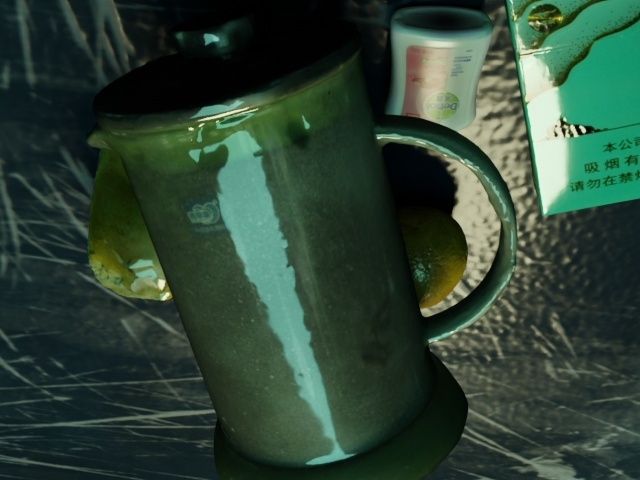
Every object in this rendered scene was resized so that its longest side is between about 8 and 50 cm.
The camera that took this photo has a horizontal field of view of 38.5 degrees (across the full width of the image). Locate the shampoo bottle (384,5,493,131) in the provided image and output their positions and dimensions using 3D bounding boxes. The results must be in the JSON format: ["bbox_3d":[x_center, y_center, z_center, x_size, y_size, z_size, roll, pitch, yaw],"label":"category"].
[{"bbox_3d":[0.084,-0.120,0.674,0.072,0.043,0.099,2,134,0],"label":"shampoo bottle"}]

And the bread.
[{"bbox_3d":[-0.144,-0.016,0.743,0.103,0.110,0.156,9,132,2],"label":"bread"}]

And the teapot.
[{"bbox_3d":[0.000,0.000,0.646,0.271,0.200,0.336,-10,115,13],"label":"teapot"}]

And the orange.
[{"bbox_3d":[0.082,0.015,0.781,0.085,0.085,0.095,-3,141,4],"label":"orange"}]

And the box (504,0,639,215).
[{"bbox_3d":[0.226,-0.122,0.668,0.161,0.042,0.226,-11,134,11],"label":"box"}]
